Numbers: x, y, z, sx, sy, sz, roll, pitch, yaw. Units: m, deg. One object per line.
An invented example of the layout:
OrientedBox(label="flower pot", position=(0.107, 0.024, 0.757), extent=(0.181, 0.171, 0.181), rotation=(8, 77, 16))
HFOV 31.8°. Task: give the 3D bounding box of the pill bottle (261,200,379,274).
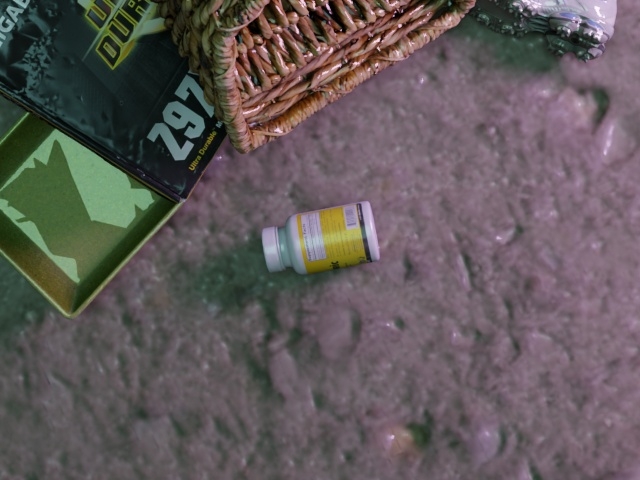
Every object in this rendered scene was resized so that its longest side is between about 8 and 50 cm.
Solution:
OrientedBox(label="pill bottle", position=(0.000, 0.000, 1.166), extent=(0.116, 0.065, 0.065), rotation=(-10, 91, 5))

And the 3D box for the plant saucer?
OrientedBox(label="plant saucer", position=(-0.263, -0.046, 1.192), extent=(0.188, 0.045, 0.188), rotation=(44, 93, 1))

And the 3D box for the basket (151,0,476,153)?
OrientedBox(label="basket", position=(0.013, -0.241, 1.009), extent=(0.299, 0.213, 0.223), rotation=(-32, 101, -13))

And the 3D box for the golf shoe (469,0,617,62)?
OrientedBox(label="golf shoe", position=(0.221, -0.253, 1.157), extent=(0.176, 0.069, 0.086), rotation=(25, 70, 2))

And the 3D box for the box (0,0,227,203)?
OrientedBox(label="box", position=(-0.164, -0.236, 1.107), extent=(0.257, 0.079, 0.322), rotation=(34, 83, -17))
